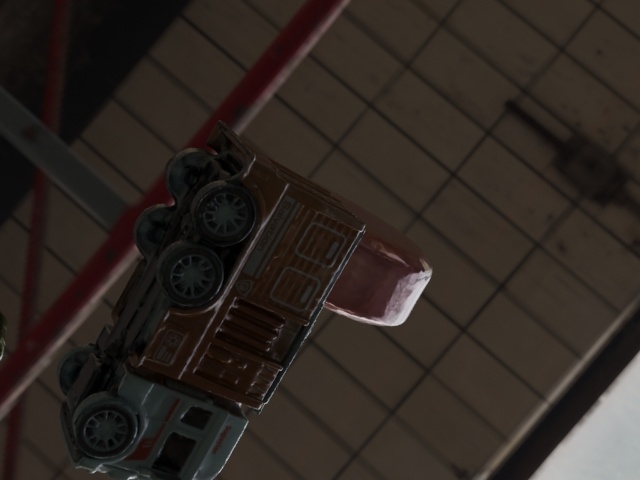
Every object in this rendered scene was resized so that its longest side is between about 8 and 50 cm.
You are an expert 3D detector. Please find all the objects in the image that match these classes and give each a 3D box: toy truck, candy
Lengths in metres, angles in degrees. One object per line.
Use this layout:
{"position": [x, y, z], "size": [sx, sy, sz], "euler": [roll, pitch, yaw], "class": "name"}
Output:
{"position": [-0.097, 0.068, 1.162], "size": [0.305, 0.162, 0.136], "euler": [-60, -156, 7], "class": "toy truck"}
{"position": [0.000, 0.000, 1.501], "size": [0.094, 0.255, 0.255], "euler": [-61, 168, 9], "class": "candy"}

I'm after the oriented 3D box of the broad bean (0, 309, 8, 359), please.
{"position": [-0.507, 0.134, 2.080], "size": [0.060, 0.043, 0.297], "euler": [-64, -159, 2], "class": "broad bean"}
